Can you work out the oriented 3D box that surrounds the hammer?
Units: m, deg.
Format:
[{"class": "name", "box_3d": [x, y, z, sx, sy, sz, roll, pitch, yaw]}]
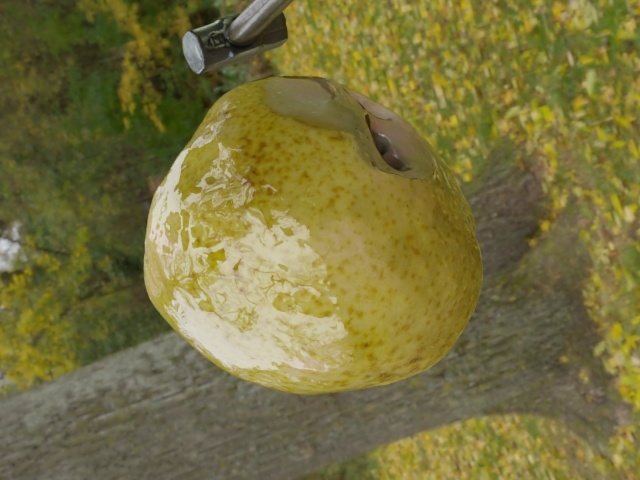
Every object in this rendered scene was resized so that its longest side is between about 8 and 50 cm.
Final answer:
[{"class": "hammer", "box_3d": [-0.012, -0.243, 0.820, 0.365, 0.111, 0.043, -22, 92, 59]}]

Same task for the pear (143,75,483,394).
[{"class": "pear", "box_3d": [0.000, 0.000, 0.473, 0.178, 0.178, 0.178, 161, 90, -79]}]
